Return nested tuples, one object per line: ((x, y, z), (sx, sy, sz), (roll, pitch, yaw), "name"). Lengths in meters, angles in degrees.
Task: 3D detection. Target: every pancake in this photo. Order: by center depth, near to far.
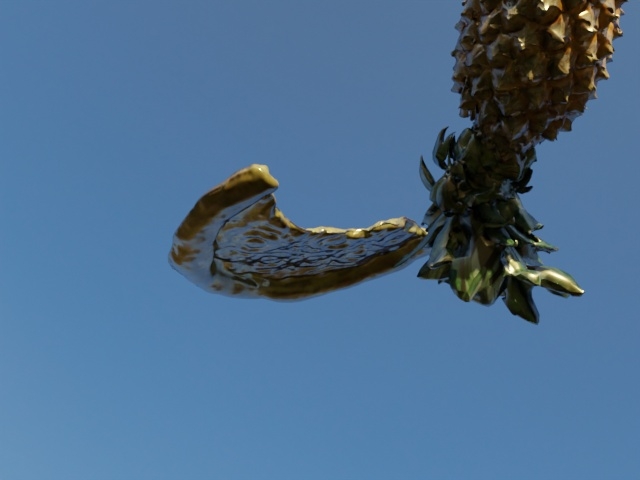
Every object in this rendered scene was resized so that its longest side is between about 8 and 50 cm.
((0.000, 0.000, 0.489), (0.191, 0.020, 0.184), (-8, -26, -15), "pancake")

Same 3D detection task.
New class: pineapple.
((0.111, -0.066, 0.417), (0.103, 0.083, 0.221), (15, -73, 12), "pineapple")
